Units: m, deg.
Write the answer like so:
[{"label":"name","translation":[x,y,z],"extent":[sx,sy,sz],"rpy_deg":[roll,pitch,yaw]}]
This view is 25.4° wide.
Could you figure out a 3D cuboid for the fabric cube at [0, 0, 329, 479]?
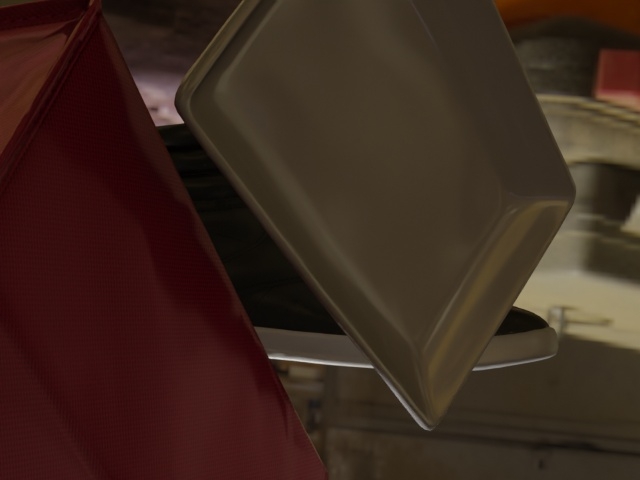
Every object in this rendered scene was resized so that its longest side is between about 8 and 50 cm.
[{"label":"fabric cube","translation":[-0.174,0.103,0.510],"extent":[0.254,0.259,0.258],"rpy_deg":[-4,132,21]}]

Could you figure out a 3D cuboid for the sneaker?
[{"label":"sneaker","translation":[0.000,0.000,0.839],"extent":[0.296,0.146,0.104],"rpy_deg":[6,174,-3]}]

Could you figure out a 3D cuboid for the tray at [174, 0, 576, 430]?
[{"label":"tray","translation":[0.031,-0.037,0.591],"extent":[0.030,0.145,0.270],"rpy_deg":[24,162,35]}]
